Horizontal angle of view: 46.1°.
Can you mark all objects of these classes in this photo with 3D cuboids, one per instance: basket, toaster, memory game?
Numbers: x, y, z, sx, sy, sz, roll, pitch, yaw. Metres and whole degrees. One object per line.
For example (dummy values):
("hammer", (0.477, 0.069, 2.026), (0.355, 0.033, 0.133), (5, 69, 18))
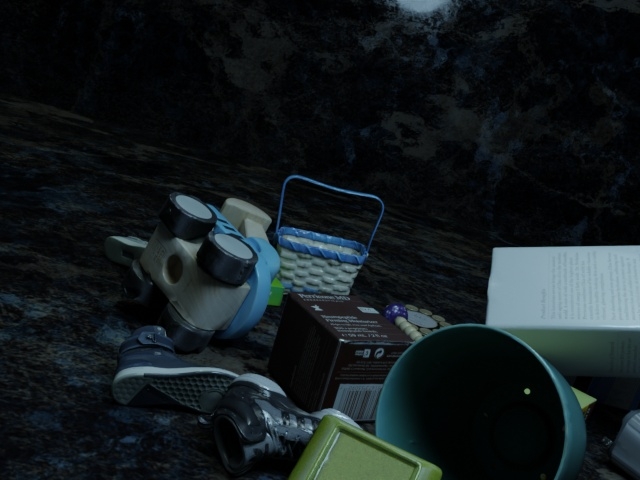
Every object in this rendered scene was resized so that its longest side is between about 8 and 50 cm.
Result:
("basket", (0.000, 0.000, 1.867), (0.255, 0.288, 0.201), (16, 15, -5))
("toaster", (0.655, 0.402, 1.413), (0.227, 0.129, 0.146), (9, 19, -34))
("memory game", (0.252, 0.205, 1.925), (0.186, 0.012, 0.186), (15, 15, -4))

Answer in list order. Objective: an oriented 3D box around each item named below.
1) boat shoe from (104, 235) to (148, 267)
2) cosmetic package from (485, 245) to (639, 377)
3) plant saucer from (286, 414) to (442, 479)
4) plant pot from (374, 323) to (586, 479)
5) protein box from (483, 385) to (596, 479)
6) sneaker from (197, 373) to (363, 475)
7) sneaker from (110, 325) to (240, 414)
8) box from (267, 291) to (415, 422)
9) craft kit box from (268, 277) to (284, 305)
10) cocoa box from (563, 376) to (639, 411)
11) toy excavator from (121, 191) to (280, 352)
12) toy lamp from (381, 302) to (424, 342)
("boat shoe", (-0.398, 0.037, 1.734), (0.228, 0.079, 0.081), (21, 20, 31))
("cosmetic package", (0.575, 0.143, 1.519), (0.454, 0.161, 0.230), (0, 43, 18))
("plant saucer", (0.051, 0.334, 1.008), (0.188, 0.045, 0.188), (23, 49, 14))
("plant pot", (0.267, 0.291, 1.151), (0.293, 0.293, 0.235), (28, 2, 38))
("protein box", (0.359, 0.322, 1.381), (0.201, 0.135, 0.200), (26, 17, 35))
("sneaker", (-0.054, 0.305, 1.115), (0.269, 0.101, 0.153), (24, 25, 19))
("sneaker", (-0.232, 0.213, 1.266), (0.226, 0.086, 0.163), (10, 19, -16))
("box", (0.033, 0.212, 1.380), (0.169, 0.167, 0.203), (6, 18, -33))
("craft kit box", (-0.242, 0.074, 1.816), (0.250, 0.060, 0.246), (9, 20, -25))
("cocoa box", (0.647, 0.222, 1.844), (0.228, 0.231, 0.347), (15, 15, -3))
("toy excavator", (-0.199, 0.038, 1.623), (0.445, 0.222, 0.433), (12, 25, -51))
("toy lamp", (0.221, 0.229, 1.695), (0.080, 0.080, 0.275), (9, 14, -23))
